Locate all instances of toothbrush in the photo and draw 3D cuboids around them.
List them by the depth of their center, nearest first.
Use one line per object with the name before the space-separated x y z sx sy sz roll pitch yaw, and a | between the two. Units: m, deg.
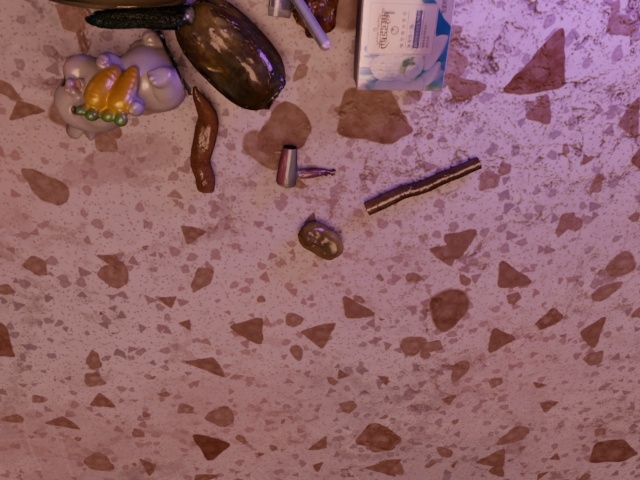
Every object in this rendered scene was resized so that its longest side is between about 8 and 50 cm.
toothbrush | -0.080 -0.550 1.118 0.030 0.025 0.342 -37 96 -14

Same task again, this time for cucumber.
cucumber | -0.382 -0.466 1.115 0.256 0.043 0.044 5 159 16

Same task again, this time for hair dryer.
hair dryer | -0.035 -0.190 1.404 0.154 0.054 0.106 5 116 -18

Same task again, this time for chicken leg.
chicken leg | 0.017 -0.570 1.160 0.107 0.087 0.251 20 111 -25

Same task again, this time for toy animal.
toy animal | -0.461 -0.336 1.186 0.310 0.247 0.183 -27 102 -5

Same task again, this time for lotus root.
lotus root | -0.194 -0.416 1.193 0.160 0.152 0.275 -39 107 21

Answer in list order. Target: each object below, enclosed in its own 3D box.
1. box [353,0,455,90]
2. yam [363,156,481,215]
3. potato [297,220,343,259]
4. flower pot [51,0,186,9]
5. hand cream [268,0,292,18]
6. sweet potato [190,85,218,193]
box | 0.184 -0.485 1.193 0.203 0.116 0.274 1 121 -3
yam | 0.275 -0.149 1.442 0.326 0.045 0.045 -22 88 8
potato | 0.000 0.000 1.496 0.138 0.070 0.091 33 112 -22
flower pot | -0.407 -0.586 1.012 0.307 0.307 0.244 -2 104 -2
hand cream | -0.072 -0.615 1.139 0.079 0.048 0.255 -5 124 -27
sweet potato | -0.292 -0.254 1.334 0.067 0.059 0.281 -1 123 -18
